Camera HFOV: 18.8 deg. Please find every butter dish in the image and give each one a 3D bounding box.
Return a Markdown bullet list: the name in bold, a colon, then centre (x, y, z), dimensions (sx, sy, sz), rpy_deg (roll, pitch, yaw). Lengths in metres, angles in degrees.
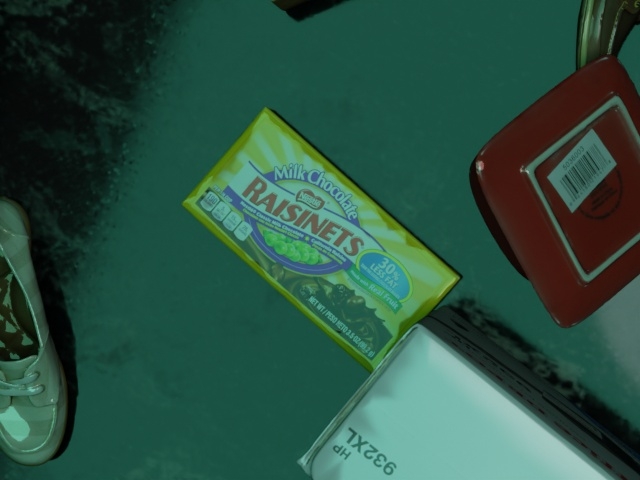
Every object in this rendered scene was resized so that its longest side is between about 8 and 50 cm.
- **butter dish**: centre (0.175, -0.038, 1.455), dimensions (0.160, 0.118, 0.160), rpy_deg (-38, 110, -24)

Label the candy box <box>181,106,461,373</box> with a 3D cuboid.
- **candy box**: centre (0.000, 0.000, 1.517), dimensions (0.206, 0.027, 0.105), rpy_deg (41, 91, 5)

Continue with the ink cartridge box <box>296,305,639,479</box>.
- **ink cartridge box**: centre (0.125, 0.164, 1.359), dimensions (0.223, 0.307, 0.129), rpy_deg (39, 95, 5)

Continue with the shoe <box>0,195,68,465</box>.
- **shoe**: centre (-0.252, 0.073, 1.533), dimensions (0.076, 0.058, 0.219), rpy_deg (-11, 88, 7)

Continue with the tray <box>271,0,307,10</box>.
- **tray**: centre (0.116, -0.352, 1.480), dimensions (0.411, 0.076, 0.203), rpy_deg (-23, 87, 6)

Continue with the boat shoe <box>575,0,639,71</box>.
- **boat shoe**: centre (0.232, -0.195, 1.469), dimensions (0.060, 0.064, 0.178), rpy_deg (12, 89, 9)
